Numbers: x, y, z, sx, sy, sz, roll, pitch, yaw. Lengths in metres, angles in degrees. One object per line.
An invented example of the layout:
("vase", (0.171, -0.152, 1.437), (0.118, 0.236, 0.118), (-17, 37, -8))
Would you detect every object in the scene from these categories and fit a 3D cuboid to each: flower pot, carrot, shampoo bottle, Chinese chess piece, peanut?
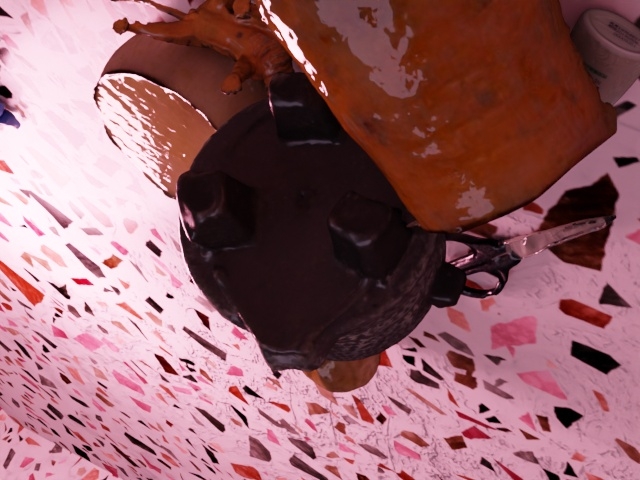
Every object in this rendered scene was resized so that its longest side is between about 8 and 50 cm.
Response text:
("flower pot", (0.000, 0.000, 1.075), (0.299, 0.299, 0.283), (26, 167, 22))
("carrot", (0.079, -0.182, 0.818), (0.224, 0.224, 0.341), (-9, 118, 54))
("shampoo bottle", (0.231, -0.128, 0.930), (0.069, 0.041, 0.191), (32, 152, 7))
("Chinese chess piece", (-0.162, -0.148, 1.293), (0.257, 0.104, 0.257), (29, 151, 18))
("peanut", (-0.017, 0.113, 1.495), (0.253, 0.122, 0.137), (49, 158, -14))

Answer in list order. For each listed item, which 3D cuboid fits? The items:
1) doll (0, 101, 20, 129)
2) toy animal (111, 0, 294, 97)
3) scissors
("doll", (-0.590, -0.242, 1.700), (0.206, 0.067, 0.110), (30, 162, -6))
("toy animal", (-0.127, -0.238, 1.151), (0.255, 0.114, 0.116), (32, -175, 21))
("scissors", (0.224, 0.010, 1.165), (0.109, 0.022, 0.300), (42, 152, -15))
